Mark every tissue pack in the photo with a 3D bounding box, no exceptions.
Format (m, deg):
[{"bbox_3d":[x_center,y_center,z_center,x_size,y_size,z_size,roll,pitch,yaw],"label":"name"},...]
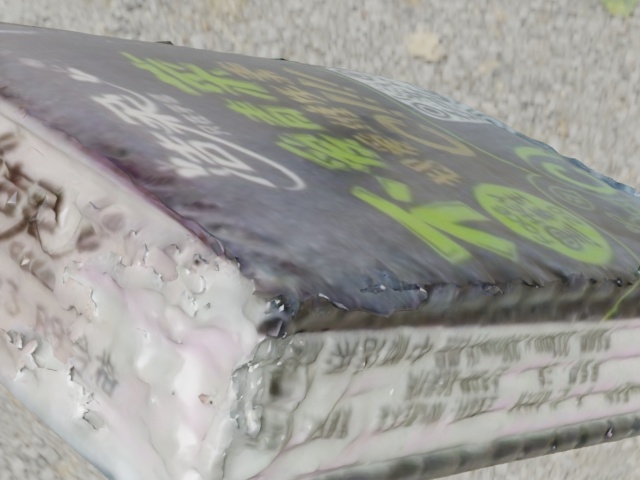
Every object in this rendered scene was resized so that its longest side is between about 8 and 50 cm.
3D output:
[{"bbox_3d":[0.000,0.000,0.471,0.173,0.235,0.073,32,110,35],"label":"tissue pack"}]
